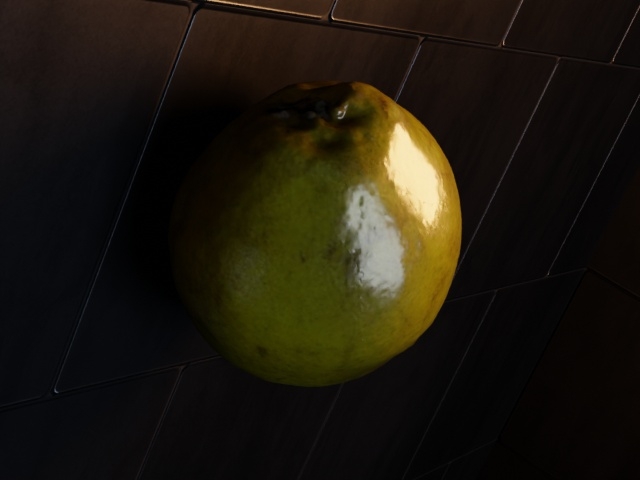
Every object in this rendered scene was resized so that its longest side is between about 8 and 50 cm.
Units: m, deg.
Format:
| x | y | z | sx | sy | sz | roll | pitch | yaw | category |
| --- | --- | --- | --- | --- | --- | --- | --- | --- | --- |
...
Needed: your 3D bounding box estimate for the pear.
| x | y | z | sx | sy | sz | roll | pitch | yaw | category |
| --- | --- | --- | --- | --- | --- | --- | --- | --- | --- |
| 0.000 | 0.000 | 1.418 | 0.352 | 0.352 | 0.413 | -41 | 159 | -28 | pear |
